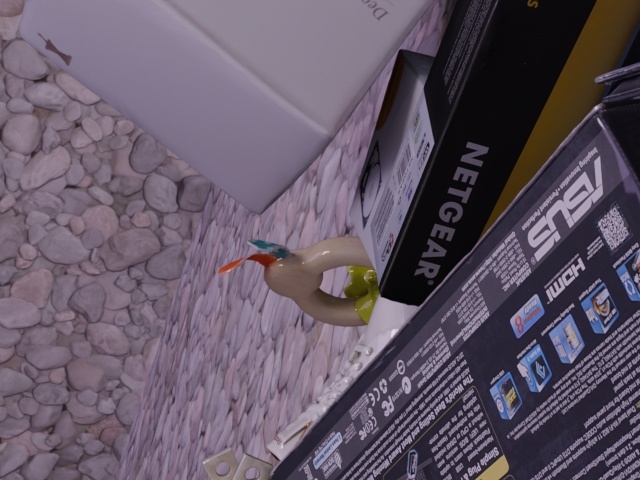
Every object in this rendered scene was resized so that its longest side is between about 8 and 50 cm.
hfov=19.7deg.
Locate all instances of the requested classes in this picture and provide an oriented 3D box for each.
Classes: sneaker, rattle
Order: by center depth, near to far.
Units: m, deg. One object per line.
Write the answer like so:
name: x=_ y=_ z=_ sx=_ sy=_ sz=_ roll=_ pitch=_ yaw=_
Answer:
sneaker: x=0.021 y=0.170 z=1.770 sx=0.106 sy=0.123 sz=0.290 roll=167 pitch=118 yaw=-79
rattle: x=0.000 y=0.000 z=1.868 sx=0.130 sy=0.200 sz=0.142 roll=127 pitch=154 yaw=-63

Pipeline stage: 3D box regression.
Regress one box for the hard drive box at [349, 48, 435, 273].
hard drive box: x=0.107 y=-0.063 z=1.716 sx=0.232 sy=0.089 sz=0.181 roll=-115 pitch=40 yaw=-71

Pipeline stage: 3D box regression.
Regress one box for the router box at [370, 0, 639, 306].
router box: x=0.189 y=-0.084 z=0.968 sx=0.081 sy=0.243 sz=0.309 roll=-95 pitch=22 yaw=-59

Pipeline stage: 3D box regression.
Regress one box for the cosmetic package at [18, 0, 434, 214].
cosmetic package: x=-0.046 y=-0.301 z=1.830 sx=0.393 sy=0.327 sz=0.329 roll=-54 pitch=4 yaw=-18

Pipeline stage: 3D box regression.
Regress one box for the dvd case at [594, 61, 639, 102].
dvd case: x=0.249 y=-0.100 z=0.798 sx=0.164 sy=0.221 sz=0.018 roll=173 pitch=82 yaw=-78

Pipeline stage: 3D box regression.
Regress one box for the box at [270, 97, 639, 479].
box: x=0.133 y=0.165 z=0.887 sx=0.395 sy=0.097 sz=0.318 roll=-53 pitch=52 yaw=50

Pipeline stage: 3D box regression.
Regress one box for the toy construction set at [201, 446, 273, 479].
toy construction set: x=-0.084 y=0.348 z=1.845 sx=0.151 sy=0.215 sz=0.327 roll=-40 pitch=13 yaw=12
